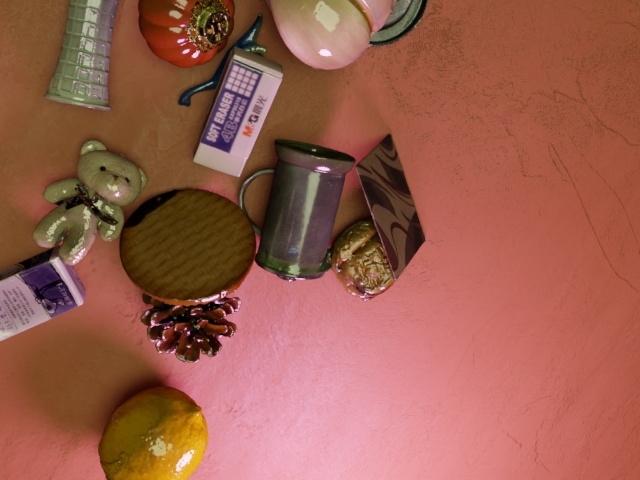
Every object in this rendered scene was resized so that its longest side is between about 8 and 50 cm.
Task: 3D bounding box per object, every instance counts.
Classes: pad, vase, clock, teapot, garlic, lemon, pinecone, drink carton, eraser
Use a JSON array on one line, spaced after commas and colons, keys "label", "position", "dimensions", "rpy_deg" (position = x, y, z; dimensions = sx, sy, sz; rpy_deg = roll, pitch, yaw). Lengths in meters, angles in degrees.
[{"label": "pad", "position": [0.190, -0.090, 1.688], "dimensions": [0.220, 0.004, 0.330], "rpy_deg": [-47, 123, -46]}, {"label": "vase", "position": [-0.494, -0.439, 1.387], "dimensions": [0.143, 0.143, 0.299], "rpy_deg": [9, 101, -19]}, {"label": "clock", "position": [0.128, -0.611, 1.562], "dimensions": [0.280, 0.055, 0.281], "rpy_deg": [-5, 108, -15]}, {"label": "teapot", "position": [-0.075, -0.071, 1.607], "dimensions": [0.270, 0.200, 0.337], "rpy_deg": [15, 105, 7]}, {"label": "garlic", "position": [0.025, -0.541, 1.414], "dimensions": [0.286, 0.249, 0.313], "rpy_deg": [-33, 126, 12]}, {"label": "lemon", "position": [-0.424, 0.510, 1.641], "dimensions": [0.310, 0.253, 0.253], "rpy_deg": [-43, 113, 6]}, {"label": "pinecone", "position": [-0.316, 0.176, 1.569], "dimensions": [0.264, 0.264, 0.264], "rpy_deg": [-5, 108, -15]}, {"label": "drink carton", "position": [-0.686, 0.124, 1.520], "dimensions": [0.222, 0.102, 0.134], "rpy_deg": [-25, 114, -8]}, {"label": "eraser", "position": [-0.194, -0.294, 1.509], "dimensions": [0.124, 0.081, 0.279], "rpy_deg": [17, 118, -19]}]

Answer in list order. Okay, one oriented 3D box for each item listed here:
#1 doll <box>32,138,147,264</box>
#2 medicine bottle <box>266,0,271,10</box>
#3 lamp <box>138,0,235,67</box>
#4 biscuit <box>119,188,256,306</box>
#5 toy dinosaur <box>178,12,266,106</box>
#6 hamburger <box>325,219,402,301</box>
[{"label": "doll", "position": [-0.522, -0.079, 1.464], "dimensions": [0.175, 0.149, 0.278], "rpy_deg": [37, 83, -32]}, {"label": "medicine bottle", "position": [-0.065, -0.565, 1.504], "dimensions": [0.115, 0.078, 0.219], "rpy_deg": [-38, 113, -17]}, {"label": "lamp", "position": [-0.288, -0.487, 1.401], "dimensions": [0.223, 0.196, 0.223], "rpy_deg": [-37, 144, -33]}, {"label": "biscuit", "position": [-0.307, 0.010, 1.517], "dimensions": [0.318, 0.318, 0.040], "rpy_deg": [-9, 150, -14]}, {"label": "toy dinosaur", "position": [-0.222, -0.416, 1.499], "dimensions": [0.188, 0.075, 0.248], "rpy_deg": [1, 128, -21]}, {"label": "hamburger", "position": [0.126, 0.058, 1.730], "dimensions": [0.183, 0.130, 0.206], "rpy_deg": [-39, 111, -5]}]
